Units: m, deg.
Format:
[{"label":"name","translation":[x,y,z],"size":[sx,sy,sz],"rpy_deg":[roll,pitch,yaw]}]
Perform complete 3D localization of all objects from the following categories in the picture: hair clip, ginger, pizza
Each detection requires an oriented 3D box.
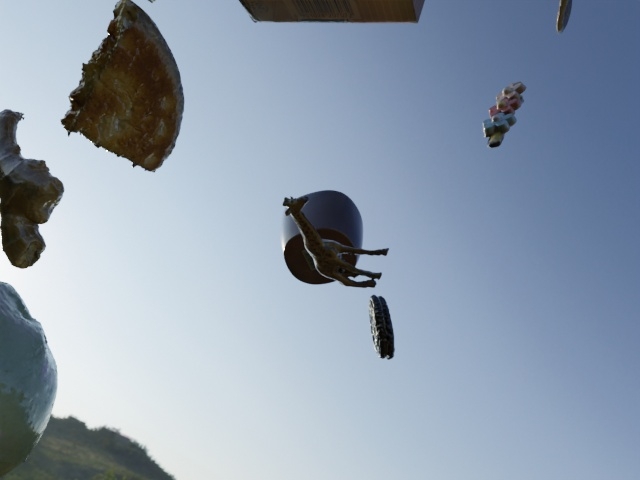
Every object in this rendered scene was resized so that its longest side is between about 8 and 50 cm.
[{"label":"hair clip","translation":[0.331,-0.235,0.852],"size":[0.062,0.214,0.056],"rpy_deg":[-12,-64,42]},{"label":"ginger","translation":[-0.561,-0.113,0.885],"size":[0.148,0.333,0.081],"rpy_deg":[-36,-18,16]},{"label":"pizza","translation":[-0.357,-0.256,0.863],"size":[0.086,0.226,0.335],"rpy_deg":[45,-33,28]}]

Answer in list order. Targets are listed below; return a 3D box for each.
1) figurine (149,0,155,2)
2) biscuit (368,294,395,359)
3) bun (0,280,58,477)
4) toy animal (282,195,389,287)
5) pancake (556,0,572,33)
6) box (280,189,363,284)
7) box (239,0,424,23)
[{"label":"figurine","translation":[-0.259,-0.585,0.964],"size":[0.263,0.162,0.143],"rpy_deg":[-27,-14,12]},{"label":"biscuit","translation":[0.177,0.252,1.393],"size":[0.053,0.194,0.194],"rpy_deg":[-7,-38,-1]},{"label":"bun","translation":[-0.387,0.110,0.473],"size":[0.283,0.179,0.283],"rpy_deg":[3,-53,4]},{"label":"toy animal","translation":[0.019,0.013,0.946],"size":[0.275,0.054,0.149],"rpy_deg":[35,-42,-18]},{"label":"pancake","translation":[0.609,-0.592,1.183],"size":[0.025,0.151,0.151],"rpy_deg":[11,-36,26]},{"label":"box","translation":[0.000,0.000,1.630],"size":[0.301,0.216,0.301],"rpy_deg":[2,-57,4]},{"label":"box","translation":[0.023,-0.355,0.601],"size":[0.237,0.152,0.070],"rpy_deg":[13,-13,23]}]
